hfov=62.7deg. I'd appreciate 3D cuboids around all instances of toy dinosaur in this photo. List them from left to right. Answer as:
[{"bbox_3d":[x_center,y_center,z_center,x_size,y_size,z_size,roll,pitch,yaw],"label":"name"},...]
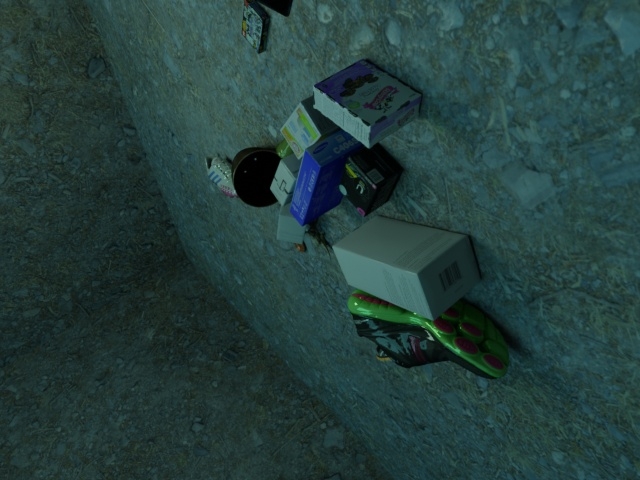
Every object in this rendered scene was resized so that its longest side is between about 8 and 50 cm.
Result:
[{"bbox_3d":[0.000,0.000,2.002,0.183,0.053,0.092,49,172,35],"label":"toy dinosaur"}]

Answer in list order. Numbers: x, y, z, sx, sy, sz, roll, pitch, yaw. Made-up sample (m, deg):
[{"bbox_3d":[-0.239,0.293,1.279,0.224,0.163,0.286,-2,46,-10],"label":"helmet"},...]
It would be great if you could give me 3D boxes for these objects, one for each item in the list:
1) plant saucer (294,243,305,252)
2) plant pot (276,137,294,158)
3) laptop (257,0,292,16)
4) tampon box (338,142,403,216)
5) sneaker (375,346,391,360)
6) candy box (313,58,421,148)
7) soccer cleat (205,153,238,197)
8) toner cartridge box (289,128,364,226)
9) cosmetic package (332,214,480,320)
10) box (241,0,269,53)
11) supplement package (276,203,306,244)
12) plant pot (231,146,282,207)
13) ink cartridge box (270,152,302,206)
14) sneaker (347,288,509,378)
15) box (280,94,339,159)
[{"bbox_3d":[-0.090,0.012,2.212,0.083,0.013,0.083,44,154,29],"label":"plant saucer"},{"bbox_3d":[-0.096,-0.319,1.743,0.083,0.083,0.079,51,144,12],"label":"plant pot"},{"bbox_3d":[-0.188,-0.859,1.306,0.382,0.237,0.407,124,139,-64],"label":"laptop"},{"bbox_3d":[0.134,-0.168,1.451,0.120,0.101,0.161,50,156,17],"label":"tampon box"},{"bbox_3d":[0.270,0.400,1.947,0.215,0.084,0.083,-17,92,62],"label":"sneaker"},{"bbox_3d":[0.107,-0.324,1.228,0.196,0.165,0.070,42,154,28],"label":"candy box"},{"bbox_3d":[-0.424,-0.293,2.337,0.331,0.116,0.143,30,145,46],"label":"soccer cleat"},{"bbox_3d":[0.011,-0.184,1.590,0.075,0.165,0.348,50,155,14],"label":"toner cartridge box"},{"bbox_3d":[0.225,0.059,1.449,0.366,0.197,0.155,19,137,57],"label":"cosmetic package"},{"bbox_3d":[-0.197,-0.644,1.576,0.094,0.027,0.137,52,156,13],"label":"box"},{"bbox_3d":[-0.099,-0.080,1.955,0.105,0.105,0.179,12,150,-2],"label":"supplement package"},{"bbox_3d":[-0.246,-0.262,1.969,0.230,0.215,0.215,48,160,58],"label":"plant pot"},{"bbox_3d":[-0.069,-0.215,1.722,0.086,0.148,0.203,55,155,9],"label":"ink cartridge box"},{"bbox_3d":[0.301,0.269,1.497,0.483,0.185,0.202,20,131,33],"label":"sneaker"},{"bbox_3d":[-0.023,-0.335,1.538,0.114,0.103,0.203,58,156,-2],"label":"box"}]
